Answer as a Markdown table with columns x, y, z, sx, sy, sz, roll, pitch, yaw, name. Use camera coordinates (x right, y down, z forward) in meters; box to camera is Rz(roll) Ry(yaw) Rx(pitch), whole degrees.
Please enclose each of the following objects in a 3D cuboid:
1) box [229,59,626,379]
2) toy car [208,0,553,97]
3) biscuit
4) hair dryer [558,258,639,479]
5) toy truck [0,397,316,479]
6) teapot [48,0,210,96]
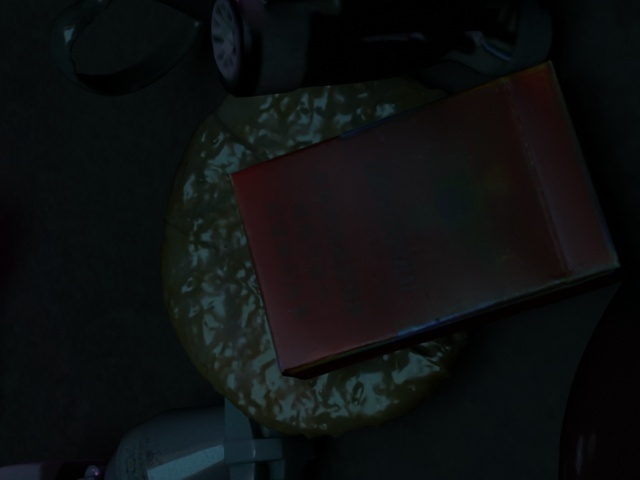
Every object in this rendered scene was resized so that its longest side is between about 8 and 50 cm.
| x | y | z | sx | sy | sz | roll | pitch | yaw | name |
| --- | --- | --- | --- | --- | --- | --- | --- | --- | --- |
| 0.052 | -0.008 | 0.596 | 0.175 | 0.048 | 0.112 | -18 | 75 | 13 | box |
| 0.033 | -0.166 | 0.542 | 0.235 | 0.172 | 0.158 | 132 | 127 | -60 | toy car |
| -0.001 | 0.000 | 0.665 | 0.219 | 0.033 | 0.220 | -3 | 82 | 26 | biscuit |
| 0.268 | 0.162 | 0.490 | 0.340 | 0.123 | 0.313 | 6 | 110 | 25 | hair dryer |
| -0.112 | 0.177 | 0.753 | 0.256 | 0.108 | 0.140 | -13 | 75 | 35 | toy truck |
| -0.085 | -0.190 | 0.657 | 0.162 | 0.149 | 0.239 | 36 | 114 | 26 | teapot |
